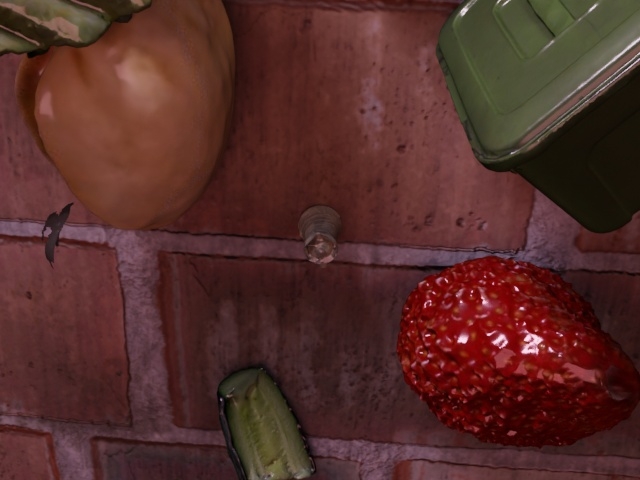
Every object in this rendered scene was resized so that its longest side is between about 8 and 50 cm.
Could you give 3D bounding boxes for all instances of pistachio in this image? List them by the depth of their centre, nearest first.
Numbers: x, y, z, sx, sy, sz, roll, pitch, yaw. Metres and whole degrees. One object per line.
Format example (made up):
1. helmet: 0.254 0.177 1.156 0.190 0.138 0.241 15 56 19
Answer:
1. pistachio: -0.208 -0.166 0.927 0.238 0.229 0.321 -12 130 -25

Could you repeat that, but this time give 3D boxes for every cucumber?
1. cucumber: -0.092 0.278 1.215 0.115 0.086 0.192 -30 117 -29

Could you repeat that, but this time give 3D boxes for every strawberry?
1. strawberry: 0.234 0.151 1.032 0.261 0.257 0.261 -1 121 -2

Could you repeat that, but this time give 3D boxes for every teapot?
1. teapot: 0.000 0.000 1.063 0.057 0.083 0.067 -7 114 4

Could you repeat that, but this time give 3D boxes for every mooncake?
1. mooncake: -0.372 -0.122 0.974 0.347 0.057 0.150 40 132 27

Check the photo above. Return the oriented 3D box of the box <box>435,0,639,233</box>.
1. box: 0.270 -0.178 0.827 0.178 0.328 0.253 36 117 -26

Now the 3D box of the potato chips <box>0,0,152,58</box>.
1. potato chips: -0.270 -0.340 0.697 0.390 0.097 0.373 -1 102 -12
